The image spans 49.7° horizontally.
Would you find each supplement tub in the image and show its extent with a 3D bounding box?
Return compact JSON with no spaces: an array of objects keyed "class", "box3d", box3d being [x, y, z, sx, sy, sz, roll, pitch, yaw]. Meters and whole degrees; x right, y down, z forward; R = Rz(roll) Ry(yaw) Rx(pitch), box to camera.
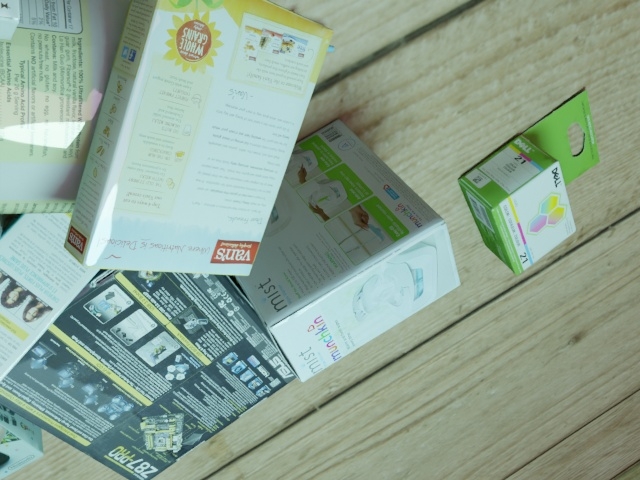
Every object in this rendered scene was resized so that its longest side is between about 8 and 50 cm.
[{"class":"supplement tub","box3d":[-0.290,-0.138,0.595,0.325,0.235,0.235,-2,125,-30]}]

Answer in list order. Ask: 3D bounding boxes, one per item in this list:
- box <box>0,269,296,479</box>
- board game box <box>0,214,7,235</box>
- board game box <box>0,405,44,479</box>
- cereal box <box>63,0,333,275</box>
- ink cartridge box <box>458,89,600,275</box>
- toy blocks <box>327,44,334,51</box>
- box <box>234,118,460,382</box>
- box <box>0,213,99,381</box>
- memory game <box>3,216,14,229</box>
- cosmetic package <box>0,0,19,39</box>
[{"class":"box","box3d":[-0.236,0.157,0.957,0.318,0.097,0.395,-37,137,-4]},{"class":"board game box","box3d":[-0.470,0.074,0.552,0.390,0.390,0.050,-22,112,-13]},{"class":"board game box","box3d":[-0.520,0.212,0.823,0.224,0.097,0.303,-30,133,-2]},{"class":"cereal box","box3d":[-0.098,-0.088,0.576,0.173,0.047,0.240,7,108,-47]},{"class":"ink cartridge box","box3d":[0.376,-0.093,1.134,0.255,0.097,0.189,-36,135,0]},{"class":"toy blocks","box3d":[-0.060,-0.202,0.813,0.148,0.054,0.123,-3,125,-30]},{"class":"box","box3d":[0.000,0.000,0.864,0.231,0.262,0.127,-32,135,-7]},{"class":"box","box3d":[-0.336,0.062,0.737,0.100,0.060,0.244,45,73,-23]},{"class":"memory game","box3d":[-0.425,0.030,0.803,0.186,0.012,0.186,-17,132,-20]},{"class":"cosmetic package","box3d":[-0.254,-0.260,0.448,0.099,0.060,0.239,-2,91,-28]}]
